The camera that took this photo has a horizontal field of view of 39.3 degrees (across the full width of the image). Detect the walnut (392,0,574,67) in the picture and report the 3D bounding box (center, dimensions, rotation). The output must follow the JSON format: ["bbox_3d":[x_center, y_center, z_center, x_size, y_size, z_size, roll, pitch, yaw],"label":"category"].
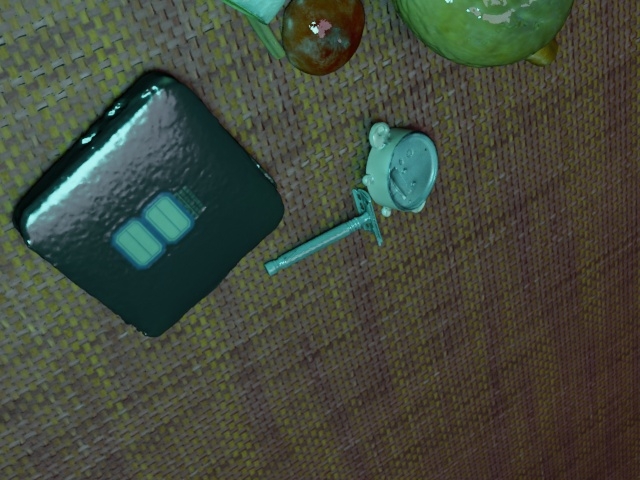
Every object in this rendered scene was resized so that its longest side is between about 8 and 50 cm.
[{"bbox_3d":[0.256,-0.432,1.436,0.333,0.333,0.333,-17,125,-25],"label":"walnut"}]

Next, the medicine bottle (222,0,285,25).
[{"bbox_3d":[-0.101,-0.406,1.294,0.147,0.147,0.143,24,99,-41],"label":"medicine bottle"}]

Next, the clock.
[{"bbox_3d":[0.154,-0.130,1.664,0.155,0.063,0.229,-55,134,-22],"label":"clock"}]

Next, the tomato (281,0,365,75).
[{"bbox_3d":[0.014,-0.337,1.469,0.155,0.069,0.155,-17,127,-25],"label":"tomato"}]

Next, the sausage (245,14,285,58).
[{"bbox_3d":[-0.096,-0.341,1.421,0.024,0.024,0.132,-42,132,-6],"label":"sausage"}]

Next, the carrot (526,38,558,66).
[{"bbox_3d":[0.371,-0.384,1.677,0.193,0.087,0.087,6,113,-39],"label":"carrot"}]

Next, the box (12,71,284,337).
[{"bbox_3d":[-0.263,-0.048,1.444,0.350,0.091,0.359,-46,132,-4],"label":"box"}]

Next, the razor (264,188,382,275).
[{"bbox_3d":[0.000,0.000,1.681,0.232,0.068,0.106,-26,128,-10],"label":"razor"}]
